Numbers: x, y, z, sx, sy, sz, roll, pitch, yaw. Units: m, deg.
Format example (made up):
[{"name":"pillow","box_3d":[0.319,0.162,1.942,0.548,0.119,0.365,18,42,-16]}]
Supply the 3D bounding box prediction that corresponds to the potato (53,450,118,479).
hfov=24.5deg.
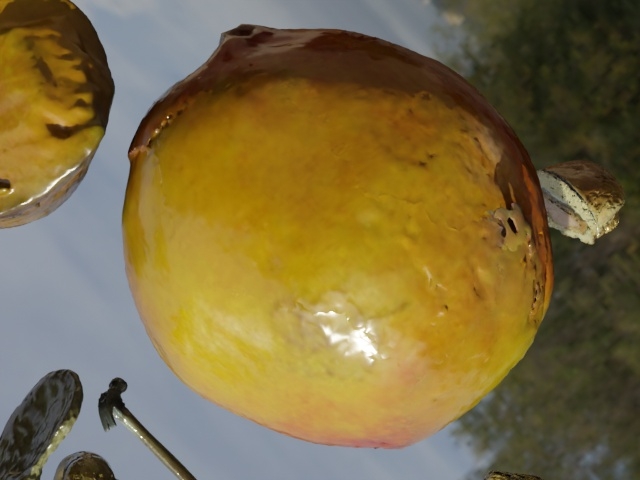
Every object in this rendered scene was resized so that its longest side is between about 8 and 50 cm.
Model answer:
[{"name":"potato","box_3d":[-0.300,0.316,1.885,0.070,0.091,0.138,1,179,-20]}]

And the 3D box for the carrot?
[{"name":"carrot","box_3d":[-0.327,-0.128,1.434,0.241,0.241,0.340,47,169,-4]}]

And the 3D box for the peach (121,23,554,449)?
[{"name":"peach","box_3d":[0.001,-0.001,1.208,0.372,0.372,0.290,47,-132,-2]}]

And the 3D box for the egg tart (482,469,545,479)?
[{"name":"egg tart","box_3d":[0.229,0.298,1.609,0.130,0.052,0.130,30,143,26]}]

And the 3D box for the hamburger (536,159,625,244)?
[{"name":"hamburger","box_3d":[0.340,-0.066,1.896,0.087,0.102,0.176,66,165,-19]}]

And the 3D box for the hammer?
[{"name":"hammer","box_3d":[-0.154,0.216,1.459,0.182,0.017,0.062,47,-154,-10]}]

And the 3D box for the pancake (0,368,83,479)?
[{"name":"pancake","box_3d":[-0.421,0.295,2.148,0.042,0.222,0.236,34,-120,-24]}]
